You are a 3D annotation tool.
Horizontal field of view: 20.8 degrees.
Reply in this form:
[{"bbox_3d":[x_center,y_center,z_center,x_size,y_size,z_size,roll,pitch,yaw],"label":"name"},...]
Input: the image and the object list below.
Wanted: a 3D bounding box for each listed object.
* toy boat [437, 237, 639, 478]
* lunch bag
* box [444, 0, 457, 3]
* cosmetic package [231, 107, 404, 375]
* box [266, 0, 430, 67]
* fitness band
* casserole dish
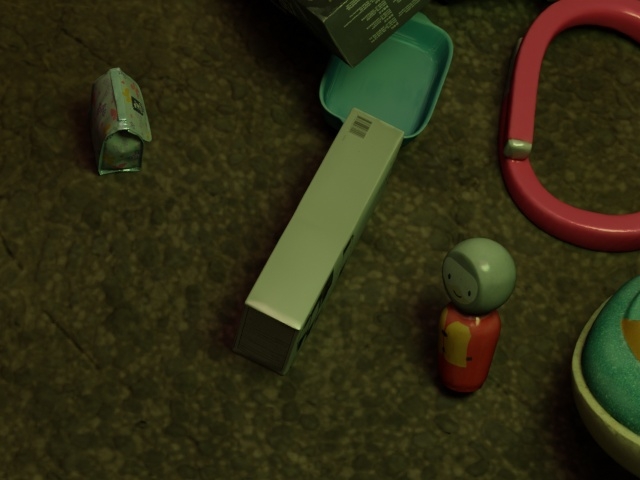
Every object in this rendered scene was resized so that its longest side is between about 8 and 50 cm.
[{"bbox_3d":[0.257,0.092,1.544,0.318,0.148,0.267,11,31,8],"label":"toy boat"},{"bbox_3d":[-0.190,-0.112,1.648,0.053,0.083,0.071,-7,61,-14],"label":"lunch bag"},{"bbox_3d":[0.182,-0.369,1.806,0.153,0.108,0.207,-13,50,30],"label":"box"},{"bbox_3d":[0.000,0.000,1.610,0.060,0.099,0.239,27,60,3],"label":"cosmetic package"},{"bbox_3d":[0.067,-0.339,1.713,0.307,0.076,0.242,-42,46,-5],"label":"box"},{"bbox_3d":[0.289,-0.124,1.758,0.209,0.054,0.290,13,60,-3],"label":"fitness band"},{"bbox_3d":[0.063,-0.160,1.738,0.114,0.037,0.188,20,52,1],"label":"casserole dish"}]
